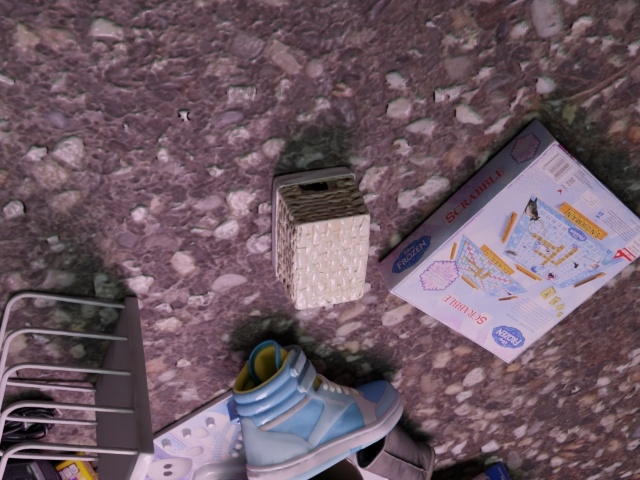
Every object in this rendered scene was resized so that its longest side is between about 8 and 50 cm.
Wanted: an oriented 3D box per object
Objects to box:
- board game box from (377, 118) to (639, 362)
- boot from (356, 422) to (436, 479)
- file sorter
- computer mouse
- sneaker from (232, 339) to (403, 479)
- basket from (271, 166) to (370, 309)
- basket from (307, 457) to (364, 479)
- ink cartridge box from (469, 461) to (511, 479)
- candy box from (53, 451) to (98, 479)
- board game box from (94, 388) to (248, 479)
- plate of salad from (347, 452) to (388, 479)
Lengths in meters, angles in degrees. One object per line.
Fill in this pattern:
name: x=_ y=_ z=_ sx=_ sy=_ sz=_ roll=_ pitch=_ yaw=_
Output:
board game box: x=0.304 y=0.017 z=1.344 sx=0.318 sy=0.066 sz=0.319 roll=-44 pitch=130 yaw=18
boot: x=0.128 y=0.412 z=1.544 sx=0.076 sy=0.189 sz=0.208 roll=1 pitch=158 yaw=27
file sorter: x=-0.334 y=0.226 z=1.153 sx=0.173 sy=0.277 sz=0.192 roll=9 pitch=125 yaw=-24
computer mouse: x=-0.445 y=0.376 z=1.351 sx=0.189 sy=0.072 sz=0.272 roll=-18 pitch=105 yaw=1
sneaker: x=-0.002 y=0.232 z=1.384 sx=0.319 sy=0.127 sz=0.208 roll=-21 pitch=96 yaw=-44
basket: x=0.000 y=0.000 z=1.195 sx=0.113 sy=0.103 sz=0.167 roll=-9 pitch=130 yaw=-13
basket: x=-0.053 y=0.465 z=1.434 sx=0.154 sy=0.204 sz=0.227 roll=39 pitch=135 yaw=-25
ink cartridge box: x=0.268 y=0.564 z=1.668 sx=0.333 sy=0.165 sz=0.065 roll=-26 pitch=173 yaw=-25
candy box: x=-0.444 y=0.430 z=1.418 sx=0.206 sy=0.027 sz=0.105 roll=-31 pitch=97 yaw=7
board game box: x=-0.168 y=0.441 z=1.547 sx=0.390 sy=0.050 sz=0.390 roll=-31 pitch=132 yaw=7
plate of salad: x=0.066 y=0.436 z=1.565 sx=0.048 sy=0.199 sz=0.199 roll=7 pitch=144 yaw=34
